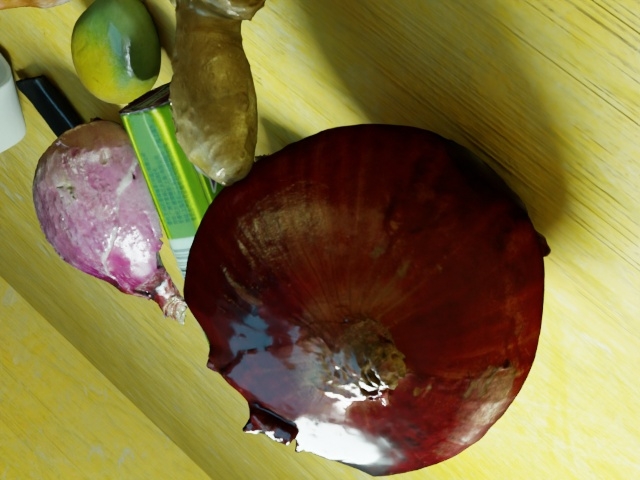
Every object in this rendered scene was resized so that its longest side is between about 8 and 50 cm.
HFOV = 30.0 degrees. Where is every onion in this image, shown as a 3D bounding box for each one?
[{"bbox_3d":[-0.338,-0.010,1.842,0.348,0.159,0.267,66,162,8],"label":"onion"},{"bbox_3d":[0.059,0.047,1.146,0.341,0.341,0.341,39,157,20],"label":"onion"}]

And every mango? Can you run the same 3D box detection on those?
[{"bbox_3d":[-0.261,-0.247,1.529,0.130,0.092,0.194,44,150,14],"label":"mango"}]

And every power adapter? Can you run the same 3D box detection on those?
[{"bbox_3d":[-0.607,-0.279,2.041,0.187,0.124,0.255,49,161,16],"label":"power adapter"}]

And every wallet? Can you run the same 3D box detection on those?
[{"bbox_3d":[-0.413,-0.162,2.033,0.285,0.030,0.146,55,156,-21],"label":"wallet"}]

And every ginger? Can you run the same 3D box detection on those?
[{"bbox_3d":[-0.097,-0.290,1.080,0.348,0.122,0.363,-120,31,-41],"label":"ginger"}]

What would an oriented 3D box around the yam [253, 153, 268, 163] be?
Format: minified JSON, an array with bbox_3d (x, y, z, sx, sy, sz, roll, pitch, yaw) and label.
[{"bbox_3d":[0.001,-0.002,1.411,0.238,0.128,0.129,31,-166,36],"label":"yam"}]

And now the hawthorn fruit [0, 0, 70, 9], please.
[{"bbox_3d":[-0.327,-0.365,1.269,0.231,0.263,0.235,19,123,-15],"label":"hawthorn fruit"}]

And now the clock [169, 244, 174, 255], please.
[{"bbox_3d":[-0.101,0.037,1.716,0.223,0.094,0.274,47,157,-2],"label":"clock"}]

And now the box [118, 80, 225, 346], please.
[{"bbox_3d":[-0.143,-0.025,1.513,0.097,0.134,0.345,-10,111,26],"label":"box"}]
